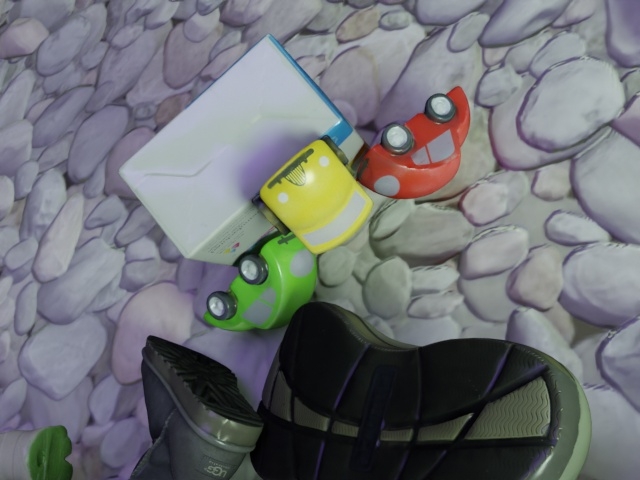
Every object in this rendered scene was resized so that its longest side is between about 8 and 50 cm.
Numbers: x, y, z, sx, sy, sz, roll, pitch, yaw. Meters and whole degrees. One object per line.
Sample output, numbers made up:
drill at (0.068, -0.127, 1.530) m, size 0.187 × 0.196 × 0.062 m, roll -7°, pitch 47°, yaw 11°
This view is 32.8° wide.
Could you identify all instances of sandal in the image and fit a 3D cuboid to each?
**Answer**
sandal at (0.048, 0.111, 0.645) m, size 0.302 × 0.086 × 0.120 m, roll 6°, pitch 72°, yaw 57°

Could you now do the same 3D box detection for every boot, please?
boot at (-0.125, 0.183, 0.748) m, size 0.209 × 0.076 × 0.189 m, roll -65°, pitch 19°, yaw 6°

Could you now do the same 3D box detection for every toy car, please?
toy car at (0.000, 0.000, 0.753) m, size 0.053 × 0.239 × 0.225 m, roll 49°, pitch 124°, yaw 10°

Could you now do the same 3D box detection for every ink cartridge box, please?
ink cartridge box at (-0.037, -0.051, 0.782) m, size 0.134 × 0.231 × 0.078 m, roll -41°, pitch 80°, yaw 6°

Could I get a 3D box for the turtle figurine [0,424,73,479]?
turtle figurine at (-0.320, 0.214, 0.846) m, size 0.266 × 0.275 × 0.198 m, roll 2°, pitch 37°, yaw 15°
